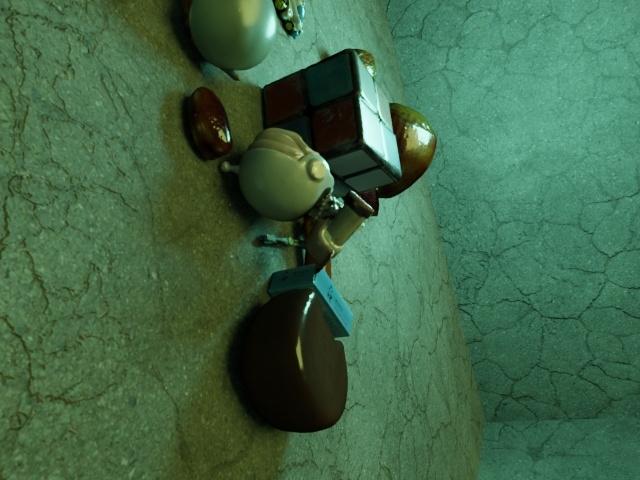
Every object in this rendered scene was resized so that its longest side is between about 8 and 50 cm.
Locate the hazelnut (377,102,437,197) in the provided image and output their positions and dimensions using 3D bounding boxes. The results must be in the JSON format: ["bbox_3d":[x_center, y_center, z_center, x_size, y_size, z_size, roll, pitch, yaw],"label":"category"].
[{"bbox_3d":[0.305,-0.373,2.001,0.421,0.353,0.421,9,90,-80],"label":"hazelnut"}]

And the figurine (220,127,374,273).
[{"bbox_3d":[-0.052,-0.119,1.176,0.361,0.253,0.211,49,50,1],"label":"figurine"}]

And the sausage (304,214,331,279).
[{"bbox_3d":[-0.007,0.063,1.414,0.089,0.083,0.300,13,75,-64],"label":"sausage"}]

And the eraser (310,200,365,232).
[{"bbox_3d":[0.060,-0.078,1.608,0.076,0.078,0.298,60,17,17],"label":"eraser"}]

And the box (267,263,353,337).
[{"bbox_3d":[-0.022,0.174,1.289,0.232,0.142,0.083,57,31,-36],"label":"box"}]

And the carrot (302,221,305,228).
[{"bbox_3d":[0.000,0.000,1.523,0.161,0.055,0.055,50,36,-36],"label":"carrot"}]

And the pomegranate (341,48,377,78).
[{"bbox_3d":[0.116,-0.706,1.966,0.246,0.198,0.198,1,75,-23],"label":"pomegranate"}]

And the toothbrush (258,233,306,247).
[{"bbox_3d":[-0.086,0.004,1.367,0.304,0.030,0.030,10,70,-64],"label":"toothbrush"}]

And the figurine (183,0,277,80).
[{"bbox_3d":[-0.205,-0.589,1.206,0.382,0.205,0.224,-85,157,-49],"label":"figurine"}]

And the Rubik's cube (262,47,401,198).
[{"bbox_3d":[0.038,-0.327,1.445,0.316,0.318,0.313,25,55,-60],"label":"Rubik's cube"}]

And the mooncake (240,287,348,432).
[{"bbox_3d":[-0.059,0.284,1.130,0.326,0.174,0.334,35,45,-59],"label":"mooncake"}]

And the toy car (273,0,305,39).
[{"bbox_3d":[-0.086,-0.806,1.657,0.161,0.098,0.126,63,31,-24],"label":"toy car"}]

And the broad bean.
[{"bbox_3d":[-0.254,-0.273,1.090,0.114,0.084,0.165,53,25,-71],"label":"broad bean"}]

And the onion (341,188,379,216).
[{"bbox_3d":[0.110,-0.188,1.662,0.247,0.111,0.250,81,-17,-65],"label":"onion"}]
